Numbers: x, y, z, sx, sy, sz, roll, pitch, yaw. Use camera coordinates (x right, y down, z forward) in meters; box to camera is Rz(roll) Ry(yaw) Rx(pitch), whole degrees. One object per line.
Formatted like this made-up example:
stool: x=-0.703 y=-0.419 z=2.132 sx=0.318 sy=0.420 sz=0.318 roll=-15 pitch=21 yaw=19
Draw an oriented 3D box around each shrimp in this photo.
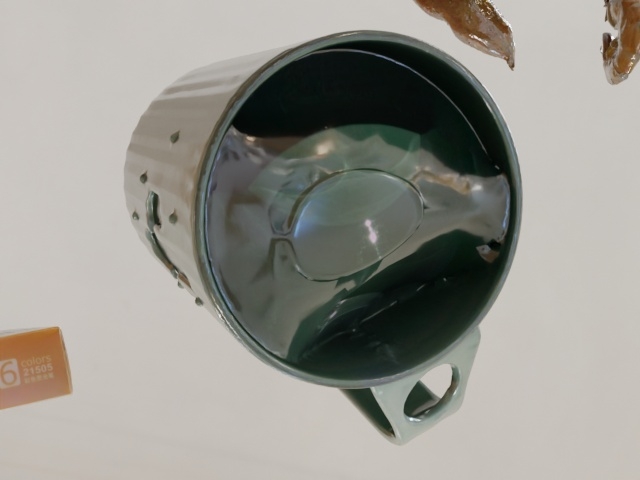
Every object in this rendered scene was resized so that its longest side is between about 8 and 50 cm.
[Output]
shrimp: x=0.436 y=-0.303 z=1.942 sx=0.236 sy=0.053 sz=0.133 roll=-88 pitch=-177 yaw=-60

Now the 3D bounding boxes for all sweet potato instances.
sweet potato: x=0.167 y=-0.296 z=1.670 sx=0.068 sy=0.226 sz=0.068 roll=-38 pitch=154 yaw=-22

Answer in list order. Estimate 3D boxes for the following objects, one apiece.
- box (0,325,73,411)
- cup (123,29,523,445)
box: x=-0.452 y=0.164 z=1.567 sx=0.221 sy=0.274 sz=0.091 roll=-9 pitch=-89 yaw=64
cup: x=-0.023 y=-0.002 z=1.319 sx=0.392 sy=0.310 sz=0.400 roll=-161 pitch=-108 yaw=-67
